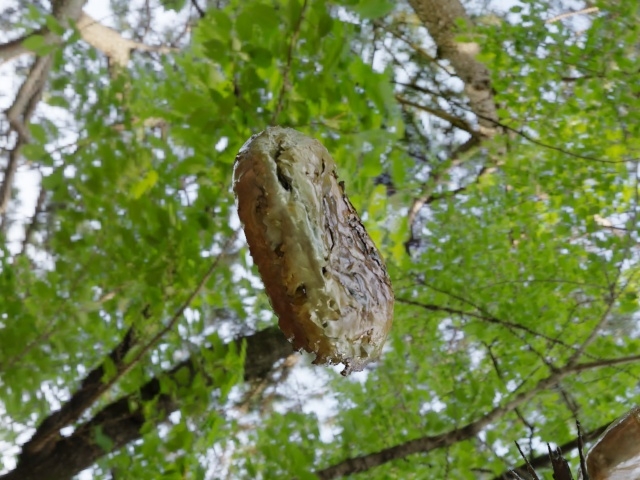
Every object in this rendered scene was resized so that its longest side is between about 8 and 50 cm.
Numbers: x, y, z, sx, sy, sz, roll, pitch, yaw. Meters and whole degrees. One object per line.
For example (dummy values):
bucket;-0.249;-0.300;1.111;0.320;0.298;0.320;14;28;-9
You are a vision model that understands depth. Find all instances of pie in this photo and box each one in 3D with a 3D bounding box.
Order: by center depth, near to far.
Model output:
pie;-0.001;0.001;0.876;0.085;0.308;0.308;-20;-102;16

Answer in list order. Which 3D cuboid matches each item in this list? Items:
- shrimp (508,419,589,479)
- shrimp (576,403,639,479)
shrimp;0.260;0.325;0.741;0.116;0.145;0.343;-16;-84;42
shrimp;0.386;0.184;0.784;0.168;0.317;0.077;103;-30;-42
